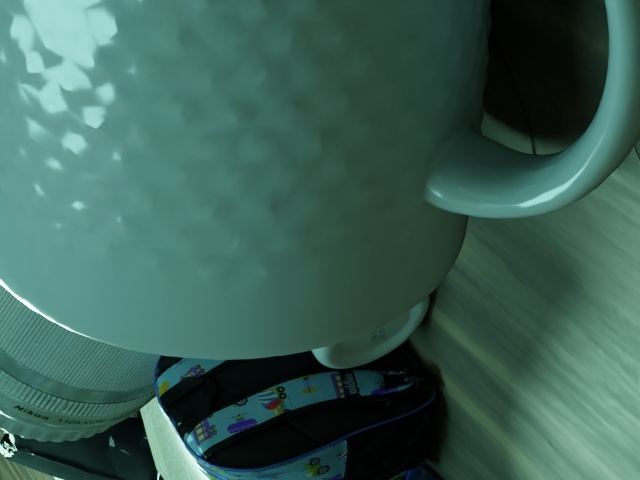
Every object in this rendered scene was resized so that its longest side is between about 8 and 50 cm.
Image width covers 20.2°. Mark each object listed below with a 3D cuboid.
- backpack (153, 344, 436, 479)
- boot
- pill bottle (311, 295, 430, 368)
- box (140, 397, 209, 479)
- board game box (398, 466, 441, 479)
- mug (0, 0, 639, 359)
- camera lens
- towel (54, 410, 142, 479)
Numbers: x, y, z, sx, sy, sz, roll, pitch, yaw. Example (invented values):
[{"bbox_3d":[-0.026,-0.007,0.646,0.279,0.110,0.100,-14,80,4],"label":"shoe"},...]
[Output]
[{"bbox_3d":[-0.023,0.117,1.255,0.158,0.173,0.117,53,156,38],"label":"backpack"},{"bbox_3d":[-0.247,0.251,1.980,0.207,0.094,0.246,19,141,6],"label":"boot"},{"bbox_3d":[0.000,0.000,1.199,0.160,0.087,0.087,59,159,29],"label":"pill bottle"},{"bbox_3d":[-0.038,0.182,1.446,0.311,0.121,0.148,41,147,54],"label":"box"},{"bbox_3d":[0.112,0.258,1.246,0.201,0.035,0.136,40,147,55],"label":"board game box"},{"bbox_3d":[-0.009,-0.136,0.866,0.374,0.276,0.328,22,130,25],"label":"mug"},{"bbox_3d":[-0.166,0.002,1.347,0.274,0.219,0.219,-49,62,45],"label":"camera lens"},{"bbox_3d":[-0.291,0.186,2.174,0.235,0.121,0.284,56,159,38],"label":"towel"}]
